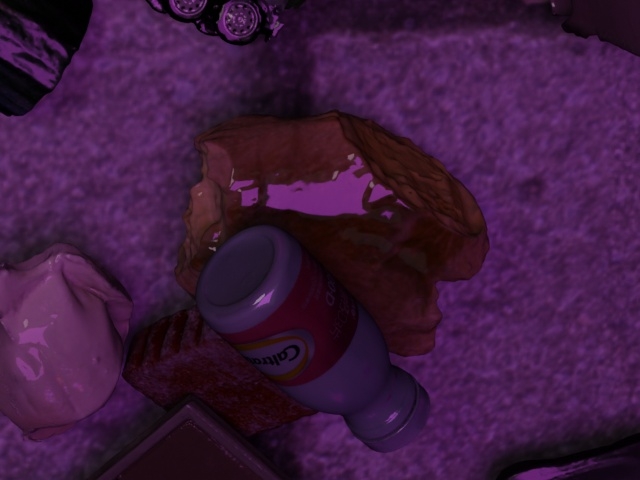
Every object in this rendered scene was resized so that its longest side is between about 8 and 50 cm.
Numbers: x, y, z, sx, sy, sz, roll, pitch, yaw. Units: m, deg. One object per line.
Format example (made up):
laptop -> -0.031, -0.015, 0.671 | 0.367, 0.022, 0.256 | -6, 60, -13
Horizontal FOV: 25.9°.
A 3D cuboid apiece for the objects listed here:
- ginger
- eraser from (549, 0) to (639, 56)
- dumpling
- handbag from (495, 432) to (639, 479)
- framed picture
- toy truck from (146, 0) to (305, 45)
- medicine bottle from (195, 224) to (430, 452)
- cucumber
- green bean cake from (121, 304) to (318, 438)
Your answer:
ginger -> 0.000, 0.000, 1.134 | 0.221, 0.130, 0.276 | -42, 113, 13
eraser -> 0.217, -0.325, 0.999 | 0.122, 0.272, 0.359 | -21, 110, -6
dumpling -> -0.211, 0.079, 1.118 | 0.136, 0.118, 0.199 | -26, 141, -19
handbag -> 0.263, 0.342, 1.326 | 0.192, 0.075, 0.332 | -12, 111, -11
framed picture -> -0.144, 0.300, 1.210 | 0.324, 0.020, 0.240 | -41, 112, 17
toy truck -> -0.113, -0.233, 1.046 | 0.243, 0.101, 0.125 | 20, 97, -21
medicine bottle -> 0.001, 0.082, 1.066 | 0.090, 0.090, 0.216 | -43, 127, 2
cucumber -> -0.246, -0.162, 1.057 | 0.115, 0.062, 0.116 | 35, 98, -24
green bean cake -> -0.077, 0.105, 1.148 | 0.135, 0.056, 0.136 | -21, 133, 37
